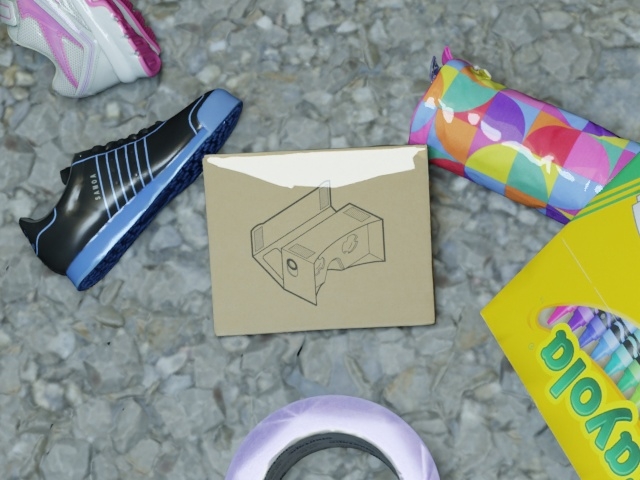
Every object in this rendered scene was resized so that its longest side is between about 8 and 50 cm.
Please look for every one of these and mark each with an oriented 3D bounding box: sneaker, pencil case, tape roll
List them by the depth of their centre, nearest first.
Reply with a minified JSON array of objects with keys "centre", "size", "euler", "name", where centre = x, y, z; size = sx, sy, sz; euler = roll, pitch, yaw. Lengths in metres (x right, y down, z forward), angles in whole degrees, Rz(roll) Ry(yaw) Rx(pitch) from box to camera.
[{"centre":[0.013,0.231,1.483],"size":[0.189,0.080,0.189],"euler":[-2,73,6],"name":"tape roll"},{"centre":[0.191,-0.083,1.548],"size":[0.236,0.104,0.104],"euler":[28,79,12],"name":"pencil case"},{"centre":[-0.175,-0.065,1.587],"size":[0.090,0.081,0.232],"euler":[42,83,8],"name":"sneaker"},{"centre":[-0.259,-0.237,1.610],"size":[0.111,0.103,0.252],"euler":[-31,93,14],"name":"sneaker"}]

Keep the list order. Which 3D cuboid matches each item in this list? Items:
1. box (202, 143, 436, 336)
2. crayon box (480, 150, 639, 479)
[{"centre":[0.000,0.000,1.551],"size":[0.201,0.021,0.164],"euler":[-3,96,5],"name":"box"},{"centre":[0.327,0.083,1.344],"size":[0.313,0.106,0.363],"euler":[-46,43,18],"name":"crayon box"}]
